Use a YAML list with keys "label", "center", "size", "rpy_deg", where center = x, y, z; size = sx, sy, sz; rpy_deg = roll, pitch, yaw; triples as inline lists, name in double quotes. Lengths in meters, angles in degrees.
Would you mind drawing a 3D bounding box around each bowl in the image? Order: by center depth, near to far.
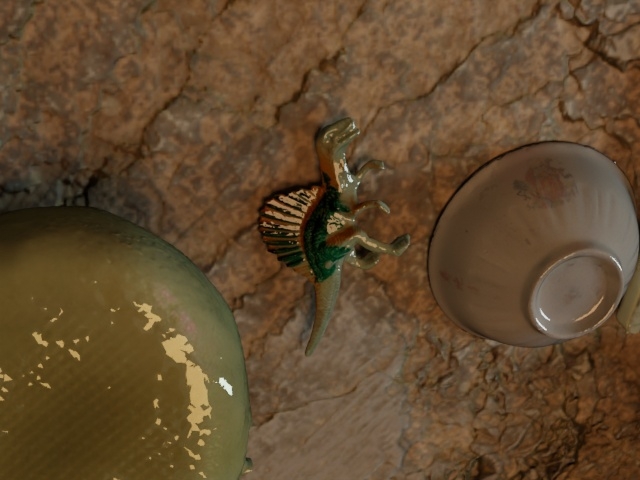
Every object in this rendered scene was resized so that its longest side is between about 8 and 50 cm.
- label: "bowl"
  center: [0.187, 0.024, 1.193]
  size: [0.189, 0.086, 0.189]
  rpy_deg: [-9, 122, -14]

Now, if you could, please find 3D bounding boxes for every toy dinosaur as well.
- label: "toy dinosaur"
  center: [-0.001, -0.001, 1.142]
  size: [0.106, 0.044, 0.187]
  rpy_deg: [30, 119, -17]

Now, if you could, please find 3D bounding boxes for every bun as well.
- label: "bun"
  center: [-0.181, 0.100, 1.063]
  size: [0.283, 0.179, 0.283]
  rpy_deg: [0, 108, 0]

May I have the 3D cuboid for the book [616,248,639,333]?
- label: "book"
  center: [0.452, -0.038, 1.278]
  size: [0.379, 0.031, 0.264]
  rpy_deg: [-1, 122, -21]
